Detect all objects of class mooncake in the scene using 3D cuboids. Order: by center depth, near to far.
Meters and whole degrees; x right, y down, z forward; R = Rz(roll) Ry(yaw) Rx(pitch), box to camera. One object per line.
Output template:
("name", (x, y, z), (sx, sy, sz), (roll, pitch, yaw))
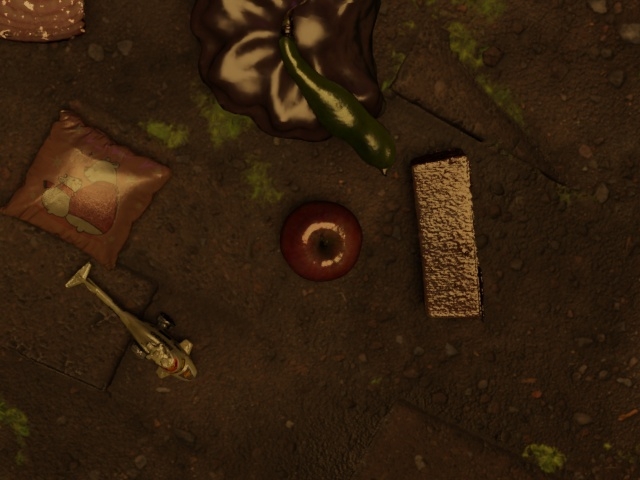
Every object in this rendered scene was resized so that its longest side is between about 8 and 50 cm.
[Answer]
("mooncake", (-0.040, -0.355, 1.871), (0.351, 0.212, 0.381), (-8, 101, 1))

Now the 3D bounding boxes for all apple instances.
("apple", (0.000, 0.000, 1.989), (0.153, 0.120, 0.153), (-3, 108, -8))

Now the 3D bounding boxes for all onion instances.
("onion", (-0.507, -0.465, 1.836), (0.247, 0.111, 0.250), (1, 115, 9))

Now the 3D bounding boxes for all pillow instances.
("pillow", (-0.414, -0.087, 1.934), (0.236, 0.084, 0.223), (29, 97, -11))

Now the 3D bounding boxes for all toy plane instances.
("toy plane", (-0.337, 0.157, 1.994), (0.286, 0.108, 0.092), (44, 95, -1))

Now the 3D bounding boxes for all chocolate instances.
("chocolate", (0.233, -0.003, 2.027), (0.112, 0.112, 0.321), (-7, 103, 3))

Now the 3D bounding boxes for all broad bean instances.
("broad bean", (0.026, -0.234, 1.772), (0.098, 0.056, 0.318), (-30, 107, 3))
